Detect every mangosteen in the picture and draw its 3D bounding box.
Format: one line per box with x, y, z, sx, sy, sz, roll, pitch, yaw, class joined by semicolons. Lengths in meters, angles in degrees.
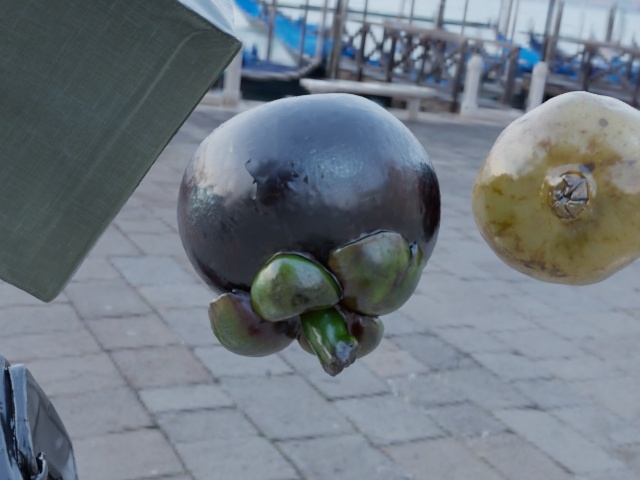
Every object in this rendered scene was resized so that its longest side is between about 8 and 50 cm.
-0.001;-0.012;1.077;0.300;0.300;0.300;6;16;-2;mangosteen

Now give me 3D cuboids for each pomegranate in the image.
0.302;-0.059;1.154;0.248;0.248;0.248;6;16;-2;pomegranate

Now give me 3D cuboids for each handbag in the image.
-0.393;0.306;1.321;0.088;0.275;0.244;-16;52;-9;handbag

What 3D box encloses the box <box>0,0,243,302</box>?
-0.177;-0.107;0.656;0.155;0.231;0.149;30;23;-23;box
